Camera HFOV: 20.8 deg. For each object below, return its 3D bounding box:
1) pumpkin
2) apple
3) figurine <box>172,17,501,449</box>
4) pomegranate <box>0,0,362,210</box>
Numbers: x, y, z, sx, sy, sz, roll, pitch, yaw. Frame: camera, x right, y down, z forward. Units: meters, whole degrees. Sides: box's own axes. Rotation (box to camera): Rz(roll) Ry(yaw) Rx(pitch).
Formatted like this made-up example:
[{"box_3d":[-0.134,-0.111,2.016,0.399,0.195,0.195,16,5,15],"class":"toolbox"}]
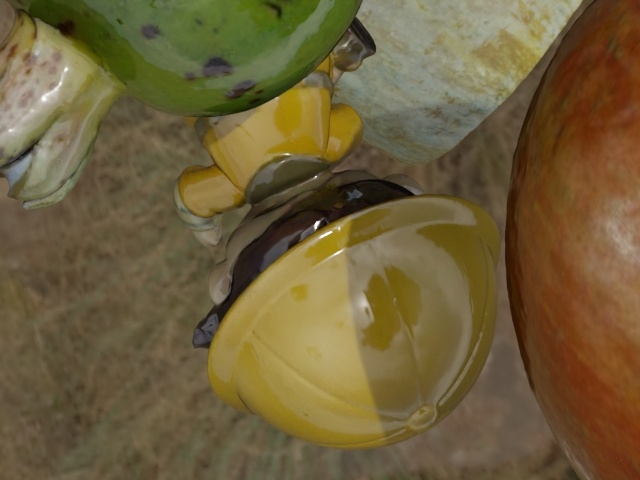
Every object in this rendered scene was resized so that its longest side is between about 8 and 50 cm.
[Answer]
[{"box_3d":[0.105,-0.223,1.426,0.199,0.332,0.332,37,103,-16],"class":"pumpkin"},{"box_3d":[0.209,-0.006,0.665,0.301,0.301,0.301,-8,120,-13],"class":"apple"},{"box_3d":[-0.001,0.000,1.031,0.192,0.167,0.257,-29,88,7],"class":"figurine"},{"box_3d":[-0.087,-0.130,0.804,0.202,0.202,0.248,39,88,-31],"class":"pomegranate"}]
